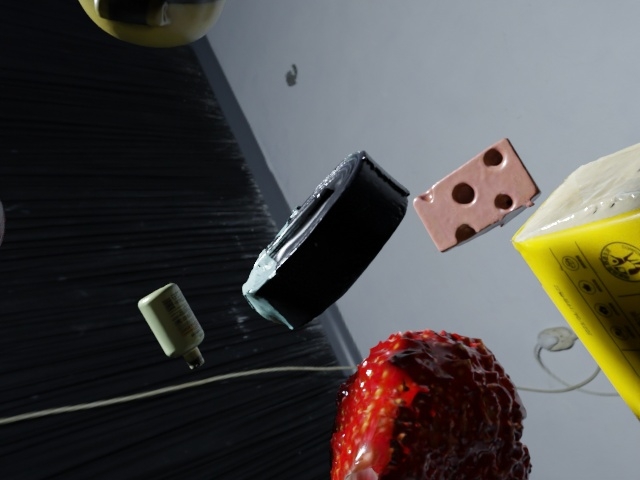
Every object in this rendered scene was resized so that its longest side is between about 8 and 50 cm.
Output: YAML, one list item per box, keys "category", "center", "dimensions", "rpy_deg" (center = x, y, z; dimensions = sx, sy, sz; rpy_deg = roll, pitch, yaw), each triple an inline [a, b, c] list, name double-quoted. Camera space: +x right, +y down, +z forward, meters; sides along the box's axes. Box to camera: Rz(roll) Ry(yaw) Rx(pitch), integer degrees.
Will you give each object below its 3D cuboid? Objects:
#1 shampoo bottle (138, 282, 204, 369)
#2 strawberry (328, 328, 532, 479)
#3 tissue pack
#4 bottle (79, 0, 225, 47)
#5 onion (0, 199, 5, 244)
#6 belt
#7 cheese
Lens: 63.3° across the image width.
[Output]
- category: "shampoo bottle"
  center: [-0.265, 0.165, 0.962]
  dimensions: [0.079, 0.079, 0.162]
  rpy_deg: [-22, 98, 45]
- category: "strawberry"
  center: [0.103, 0.227, 0.612]
  dimensions: [0.261, 0.257, 0.261]
  rpy_deg: [-43, 38, 47]
- category: "tissue pack"
  center: [0.453, 0.068, 0.559]
  dimensions: [0.382, 0.228, 0.293]
  rpy_deg: [54, 153, -4]
- category: "bottle"
  center: [-0.139, -0.336, 0.408]
  dimensions: [0.171, 0.171, 0.352]
  rpy_deg: [43, 135, 35]
- category: "onion"
  center: [-0.560, 0.007, 0.686]
  dimensions: [0.221, 0.281, 0.281]
  rpy_deg: [-23, 76, 15]
- category: "belt"
  center: [0.000, 0.000, 0.546]
  dimensions: [0.198, 0.078, 0.151]
  rpy_deg: [-51, 14, -2]
- category: "cheese"
  center: [0.310, -0.076, 0.971]
  dimensions: [0.202, 0.177, 0.128]
  rpy_deg: [-36, 74, 28]
